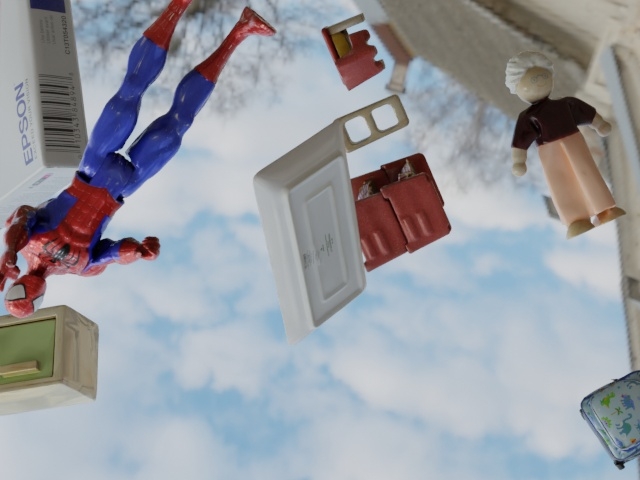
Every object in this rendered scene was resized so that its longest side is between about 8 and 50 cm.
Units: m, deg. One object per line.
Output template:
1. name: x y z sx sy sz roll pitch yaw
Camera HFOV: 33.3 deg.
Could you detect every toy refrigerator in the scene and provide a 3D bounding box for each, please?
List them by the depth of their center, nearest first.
1. toy refrigerator: -0.416 0.157 1.319 0.269 0.094 0.102 -10 -115 15

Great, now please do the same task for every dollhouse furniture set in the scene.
1. dollhouse furniture set: 0.071 -0.166 1.736 0.152 0.374 0.201 -23 -169 9

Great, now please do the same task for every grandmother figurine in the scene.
1. grandmother figurine: 0.431 -0.183 1.920 0.207 0.104 0.342 -22 -95 -24

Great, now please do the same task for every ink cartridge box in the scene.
1. ink cartridge box: -0.403 -0.194 1.338 0.071 0.330 0.324 0 -105 -40

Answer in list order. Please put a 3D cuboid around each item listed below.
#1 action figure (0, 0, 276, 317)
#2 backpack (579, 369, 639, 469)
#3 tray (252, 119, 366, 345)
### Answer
1. action figure: -0.136 -0.044 0.734 0.091 0.280 0.139 32 -167 -25
2. backpack: 0.416 0.229 1.423 0.114 0.084 0.105 -31 -112 1
3. tray: 0.000 0.000 1.309 0.145 0.270 0.030 -35 -136 -28
